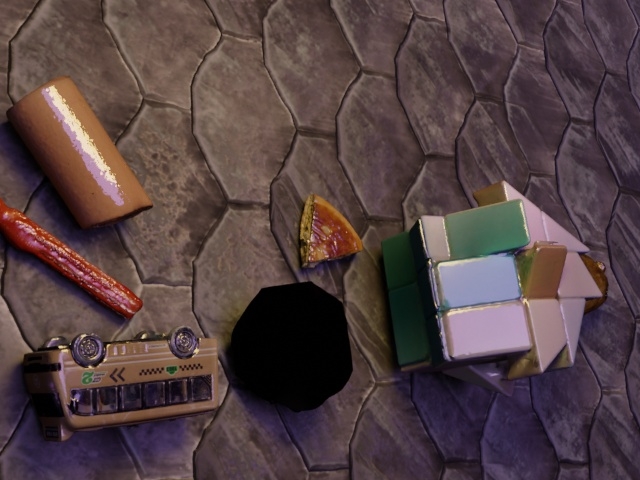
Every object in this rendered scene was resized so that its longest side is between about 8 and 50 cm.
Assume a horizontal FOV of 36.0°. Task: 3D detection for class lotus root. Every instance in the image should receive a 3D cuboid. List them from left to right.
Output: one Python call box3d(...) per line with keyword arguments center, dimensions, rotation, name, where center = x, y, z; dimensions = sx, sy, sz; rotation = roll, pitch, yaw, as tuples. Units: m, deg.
box3d(center=(0.566, 0.102, 2.220), dimensions=(0.260, 0.128, 0.145), rotation=(-19, 79, -39), name="lotus root")

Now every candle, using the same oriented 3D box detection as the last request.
box3d(center=(-0.423, 0.024, 1.569), dimensions=(0.329, 0.048, 0.051), rotation=(40, 99, -21), name="candle")

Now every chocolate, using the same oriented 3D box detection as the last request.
box3d(center=(-0.042, 0.182, 1.770), dimensions=(0.177, 0.206, 0.224), rotation=(-28, 109, -82), name="chocolate")

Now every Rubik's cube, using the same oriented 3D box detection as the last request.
box3d(center=(0.317, 0.106, 1.888), dimensions=(0.368, 0.358, 0.387), rotation=(1, 76, -37), name="Rubik's cube")

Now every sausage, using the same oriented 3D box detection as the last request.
box3d(center=(-0.386, -0.130, 1.589), dimensions=(0.123, 0.123, 0.253), rotation=(-39, 100, -37), name="sausage")

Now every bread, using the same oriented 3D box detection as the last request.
box3d(center=(0.002, -0.023, 1.887), dimensions=(0.154, 0.054, 0.136), rotation=(-17, 89, -44), name="bread")

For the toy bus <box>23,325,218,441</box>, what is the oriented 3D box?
box3d(center=(-0.309, 0.220, 1.543), dimensions=(0.289, 0.139, 0.157), rotation=(0, 82, -40), name="toy bus")
